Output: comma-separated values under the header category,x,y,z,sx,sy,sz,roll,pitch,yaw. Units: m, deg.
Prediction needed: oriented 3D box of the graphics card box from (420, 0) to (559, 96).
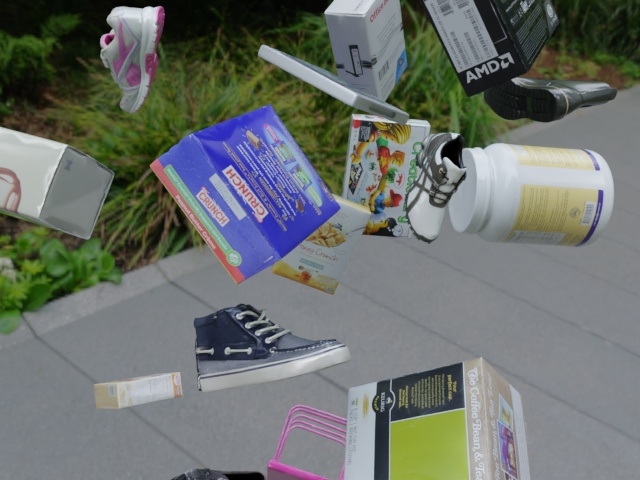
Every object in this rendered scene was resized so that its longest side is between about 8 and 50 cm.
category,x,y,z,sx,sy,sz,roll,pitch,yaw
graphics card box,0.174,-0.395,0.906,0.094,0.371,0.233,-20,20,36

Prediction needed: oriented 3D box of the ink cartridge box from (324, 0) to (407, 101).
category,x,y,z,sx,sy,sz,roll,pitch,yaw
ink cartridge box,0.091,-0.378,1.350,0.085,0.203,0.148,13,51,26

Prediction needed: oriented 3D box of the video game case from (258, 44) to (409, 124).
category,x,y,z,sx,sy,sz,roll,pitch,yaw
video game case,0.023,-0.236,1.089,0.190,0.022,0.173,34,16,28

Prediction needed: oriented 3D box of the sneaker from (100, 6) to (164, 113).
category,x,y,z,sx,sy,sz,roll,pitch,yaw
sneaker,-0.391,-0.373,1.450,0.111,0.252,0.103,13,42,-11

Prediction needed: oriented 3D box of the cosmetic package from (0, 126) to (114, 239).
category,x,y,z,sx,sy,sz,roll,pitch,yaw
cosmetic package,-0.520,-0.110,1.183,0.296,0.129,0.153,15,-9,18

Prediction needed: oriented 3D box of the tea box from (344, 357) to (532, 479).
category,x,y,z,sx,sy,sz,roll,pitch,yaw
tea box,0.235,0.454,1.432,0.220,0.323,0.329,41,41,-39

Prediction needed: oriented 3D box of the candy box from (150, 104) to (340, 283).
category,x,y,z,sx,sy,sz,roll,pitch,yaw
candy box,-0.127,-0.099,1.364,0.268,0.122,0.317,55,28,-3

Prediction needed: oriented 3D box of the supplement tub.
category,x,y,z,sx,sy,sz,roll,pitch,yaw
supplement tub,0.498,-0.109,1.720,0.331,0.241,0.241,3,26,-8

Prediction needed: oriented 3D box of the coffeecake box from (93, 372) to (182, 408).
category,x,y,z,sx,sy,sz,roll,pitch,yaw
coffeecake box,-0.487,0.401,1.909,0.185,0.068,0.142,-2,-9,-42

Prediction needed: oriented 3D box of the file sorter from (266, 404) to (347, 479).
category,x,y,z,sx,sy,sz,roll,pitch,yaw
file sorter,-0.019,0.571,1.906,0.202,0.291,0.182,18,64,4

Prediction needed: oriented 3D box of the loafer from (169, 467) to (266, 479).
category,x,y,z,sx,sy,sz,roll,pitch,yaw
loafer,-0.217,0.522,1.516,0.109,0.095,0.302,50,6,29

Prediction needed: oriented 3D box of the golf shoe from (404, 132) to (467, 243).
category,x,y,z,sx,sy,sz,roll,pitch,yaw
golf shoe,0.201,-0.095,1.227,0.077,0.198,0.094,12,-10,-26

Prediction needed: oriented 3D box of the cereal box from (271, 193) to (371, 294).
category,x,y,z,sx,sy,sz,roll,pitch,yaw
cereal box,0.000,0.000,1.764,0.172,0.240,0.047,20,22,-9

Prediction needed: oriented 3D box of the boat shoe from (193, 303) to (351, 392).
category,x,y,z,sx,sy,sz,roll,pitch,yaw
boat shoe,-0.109,0.191,1.374,0.340,0.158,0.127,-15,-9,26

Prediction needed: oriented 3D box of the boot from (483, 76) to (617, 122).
category,x,y,z,sx,sy,sz,roll,pitch,yaw
boot,0.388,-0.251,1.226,0.136,0.077,0.198,-15,31,-21

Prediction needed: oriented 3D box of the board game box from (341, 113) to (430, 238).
category,x,y,z,sx,sy,sz,roll,pitch,yaw
board game box,0.156,-0.158,1.808,0.192,0.306,0.053,4,24,-5
